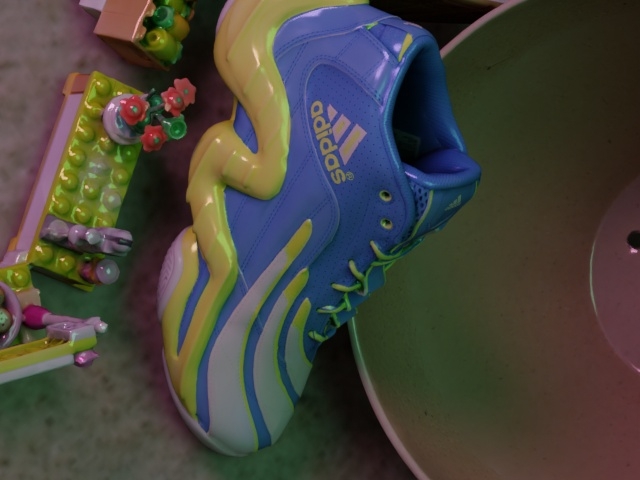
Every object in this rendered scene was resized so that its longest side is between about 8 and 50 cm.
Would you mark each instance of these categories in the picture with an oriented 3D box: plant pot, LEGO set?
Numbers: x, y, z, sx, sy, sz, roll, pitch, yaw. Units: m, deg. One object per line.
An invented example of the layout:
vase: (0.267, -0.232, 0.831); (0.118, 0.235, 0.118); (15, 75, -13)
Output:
plant pot: (0.176, 0.018, 0.990); (0.191, 0.284, 0.284); (4, 86, -69)
LEGO set: (-0.123, -0.011, 0.859); (0.287, 0.107, 0.132); (-39, 112, -26)

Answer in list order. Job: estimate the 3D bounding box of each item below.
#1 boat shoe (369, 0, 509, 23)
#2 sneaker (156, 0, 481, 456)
boat shoe: (-0.001, -0.169, 0.951); (0.277, 0.098, 0.096); (13, 83, -31)
sneaker: (0.000, 0.000, 0.900); (0.091, 0.126, 0.240); (-16, 118, -47)
